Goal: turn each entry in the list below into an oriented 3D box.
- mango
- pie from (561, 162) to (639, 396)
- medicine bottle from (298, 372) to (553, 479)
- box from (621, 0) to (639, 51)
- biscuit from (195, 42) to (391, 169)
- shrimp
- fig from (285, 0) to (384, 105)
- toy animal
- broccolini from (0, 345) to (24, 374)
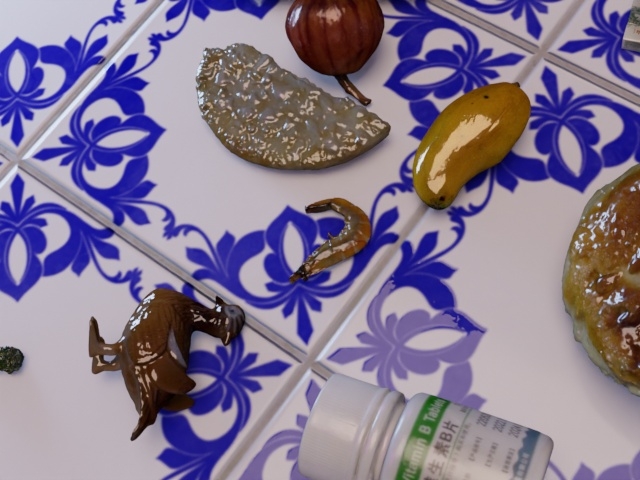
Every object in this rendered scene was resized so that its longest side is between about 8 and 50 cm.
[{"bbox_3d":[0.179,-0.121,1.160,0.190,0.075,0.098,-47,61,-5],"label":"mango"},{"bbox_3d":[0.381,0.023,0.969,0.315,0.092,0.315,-24,54,38],"label":"pie"},{"bbox_3d":[0.106,0.225,0.978,0.237,0.139,0.139,19,70,16],"label":"medicine bottle"},{"bbox_3d":[0.418,-0.277,1.217,0.054,0.024,0.083,16,69,14],"label":"box"},{"bbox_3d":[-0.061,-0.159,1.234,0.290,0.038,0.141,32,75,23],"label":"biscuit"},{"bbox_3d":[0.000,0.000,1.159,0.127,0.025,0.091,-42,66,-15],"label":"shrimp"},{"bbox_3d":[0.029,-0.264,1.235,0.128,0.150,0.128,-29,37,24],"label":"fig"},{"bbox_3d":[-0.173,0.138,1.099,0.179,0.089,0.188,-1,59,-8],"label":"toy animal"},{"bbox_3d":[-0.427,0.143,1.161,0.140,0.035,0.030,0,62,11],"label":"broccolini"}]
